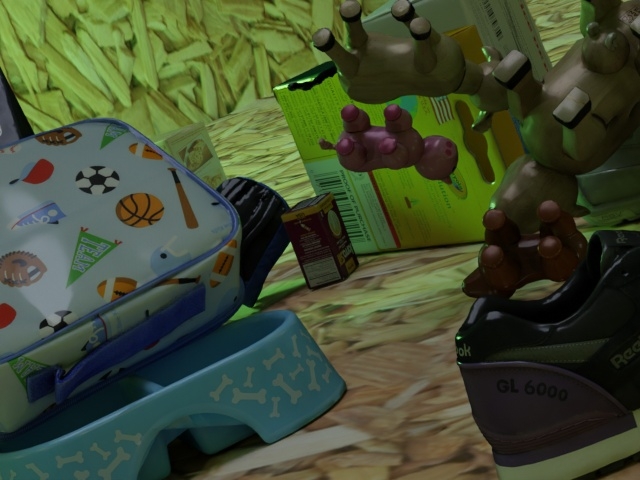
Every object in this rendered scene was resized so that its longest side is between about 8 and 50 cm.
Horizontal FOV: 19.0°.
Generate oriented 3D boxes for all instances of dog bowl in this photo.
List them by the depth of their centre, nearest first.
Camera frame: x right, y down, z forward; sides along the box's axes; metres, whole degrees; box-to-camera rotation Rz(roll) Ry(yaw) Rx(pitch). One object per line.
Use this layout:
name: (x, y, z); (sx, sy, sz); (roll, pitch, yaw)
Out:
dog bowl: (-0.126, 0.141, 1.501); (0.297, 0.074, 0.166); (-25, 10, -16)

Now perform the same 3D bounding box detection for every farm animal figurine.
farm animal figurine: (0.181, -0.101, 1.610); (0.327, 0.330, 0.172); (-33, -31, 4)

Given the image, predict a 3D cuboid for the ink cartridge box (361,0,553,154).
ink cartridge box: (0.173, -0.201, 2.247); (0.129, 0.223, 0.307); (-20, 10, 20)

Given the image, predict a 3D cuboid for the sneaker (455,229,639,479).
sneaker: (0.218, 0.041, 1.119); (0.283, 0.124, 0.107); (-23, 10, -2)

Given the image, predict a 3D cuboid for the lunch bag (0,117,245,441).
lunch bag: (-0.223, 0.032, 1.540); (0.303, 0.115, 0.243); (-30, 52, -29)

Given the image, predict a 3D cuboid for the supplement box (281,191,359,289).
supplement box: (0.000, 0.000, 1.951); (0.043, 0.083, 0.055); (-17, 12, 22)

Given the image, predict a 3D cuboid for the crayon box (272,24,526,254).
crayon box: (0.100, -0.096, 1.911); (0.081, 0.202, 0.318); (-28, 12, -31)

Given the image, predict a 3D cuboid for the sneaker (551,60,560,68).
sneaker: (0.288, -0.158, 2.141); (0.094, 0.091, 0.258); (-22, 10, 5)

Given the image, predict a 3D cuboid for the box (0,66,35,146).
box: (-0.379, 0.052, 1.781); (0.312, 0.179, 0.343); (-23, 47, -1)

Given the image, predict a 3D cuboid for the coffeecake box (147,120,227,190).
coffeecake box: (-0.163, -0.026, 2.159); (0.142, 0.185, 0.068); (-13, 13, 44)

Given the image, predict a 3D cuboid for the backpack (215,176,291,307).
backpack: (-0.084, -0.003, 1.992); (0.120, 0.098, 0.101); (-62, -15, -3)

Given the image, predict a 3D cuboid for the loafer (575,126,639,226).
loafer: (0.358, -0.109, 1.660); (0.319, 0.111, 0.112); (-20, 10, 16)
